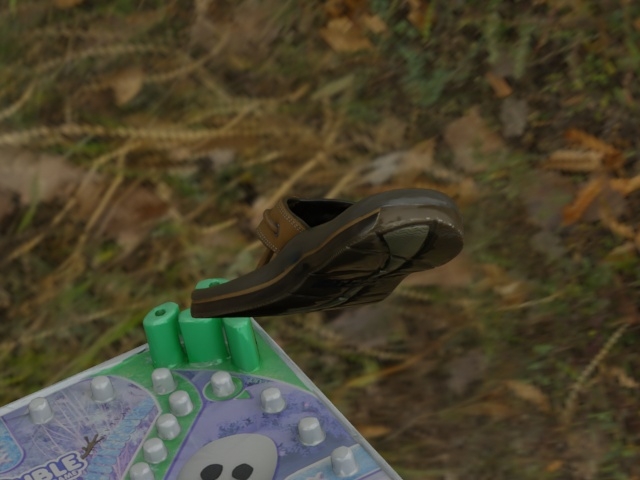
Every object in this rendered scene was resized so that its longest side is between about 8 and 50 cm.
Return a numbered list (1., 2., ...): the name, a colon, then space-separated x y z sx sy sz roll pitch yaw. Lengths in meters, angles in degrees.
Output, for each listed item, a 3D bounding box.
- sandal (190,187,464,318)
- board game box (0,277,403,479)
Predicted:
1. sandal: 0.000 0.000 0.958 0.090 0.219 0.060 -1 75 -24
2. board game box: -0.139 0.188 1.050 0.390 0.390 0.050 -24 125 -18
